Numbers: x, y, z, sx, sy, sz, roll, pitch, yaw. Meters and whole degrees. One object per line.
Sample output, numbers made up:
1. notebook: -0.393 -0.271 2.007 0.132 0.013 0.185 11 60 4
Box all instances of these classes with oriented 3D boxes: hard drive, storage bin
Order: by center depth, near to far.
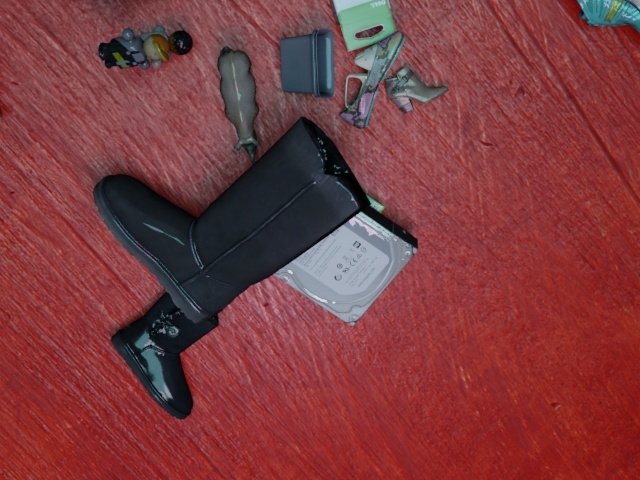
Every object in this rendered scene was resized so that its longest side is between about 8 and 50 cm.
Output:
1. storage bin: -0.027 -0.357 1.761 0.091 0.098 0.135 4 103 23
2. hard drive: 0.000 0.000 1.809 0.339 0.064 0.237 35 114 -9

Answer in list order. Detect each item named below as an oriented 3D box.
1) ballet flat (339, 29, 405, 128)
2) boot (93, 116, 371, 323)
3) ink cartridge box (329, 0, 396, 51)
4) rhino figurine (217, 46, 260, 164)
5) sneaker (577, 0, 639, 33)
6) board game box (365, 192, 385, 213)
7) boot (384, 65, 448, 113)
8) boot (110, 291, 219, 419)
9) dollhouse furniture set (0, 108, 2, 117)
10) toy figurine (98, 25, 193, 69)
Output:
1. ballet flat: 0.095 -0.328 1.754 0.079 0.077 0.221 21 122 -4
2. boot: -0.177 -0.088 1.683 0.445 0.146 0.367 -36 101 28
3. ink cartridge box: 0.073 -0.496 1.747 0.109 0.062 0.209 -18 102 -1
4. rhino figurine: -0.159 -0.271 1.753 0.073 0.106 0.243 -9 101 -1
5. sneaker: 0.587 -0.483 1.783 0.275 0.107 0.110 34 116 -5
6. board game box: 0.034 -0.085 1.836 0.181 0.043 0.092 33 98 -10
7. boot: 0.195 -0.321 1.802 0.118 0.042 0.087 -28 100 1
8. boot: -0.294 0.233 1.850 0.207 0.094 0.246 -37 95 7
9. dollhouse furniture set: -0.722 -0.258 1.708 0.151 0.123 0.144 -12 102 -2
10. toy figurine: -0.333 -0.432 1.656 0.148 0.213 0.209 -7 101 12
